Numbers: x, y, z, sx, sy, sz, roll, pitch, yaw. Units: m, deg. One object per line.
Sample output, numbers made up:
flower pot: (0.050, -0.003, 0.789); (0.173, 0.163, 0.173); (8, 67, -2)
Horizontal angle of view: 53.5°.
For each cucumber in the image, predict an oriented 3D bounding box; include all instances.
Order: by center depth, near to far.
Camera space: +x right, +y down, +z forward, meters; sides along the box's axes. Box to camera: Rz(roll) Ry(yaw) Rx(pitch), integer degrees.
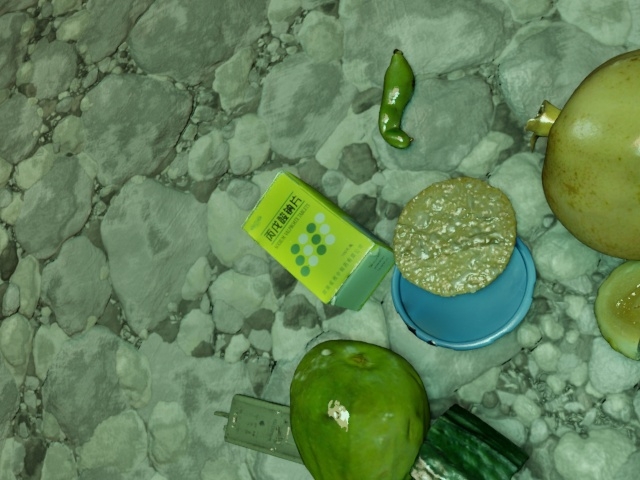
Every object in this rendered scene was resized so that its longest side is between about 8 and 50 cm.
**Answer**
cucumber: (0.209, 0.353, 0.955); (0.130, 0.191, 0.191); (36, 94, 29)

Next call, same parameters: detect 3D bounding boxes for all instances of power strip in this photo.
power strip: (-0.088, 0.346, 1.170); (0.268, 0.034, 0.092); (6, 81, 27)

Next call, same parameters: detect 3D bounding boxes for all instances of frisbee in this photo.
frisbee: (0.238, 0.070, 1.072); (0.242, 0.045, 0.242); (-9, 64, 19)

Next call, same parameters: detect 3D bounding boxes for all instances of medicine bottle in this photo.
medicine bottle: (0.000, 0.000, 1.158); (0.250, 0.141, 0.137); (40, 100, 28)

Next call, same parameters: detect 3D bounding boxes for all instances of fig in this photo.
fig: (0.077, 0.313, 1.036); (0.233, 0.314, 0.233); (-17, 29, 10)

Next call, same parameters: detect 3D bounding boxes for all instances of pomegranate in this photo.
pomegranate: (0.449, -0.126, 0.889); (0.319, 0.319, 0.319); (-6, 75, 24)

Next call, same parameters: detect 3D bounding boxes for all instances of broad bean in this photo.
broad bean: (0.144, -0.272, 1.204); (0.070, 0.048, 0.213); (-7, 74, 28)

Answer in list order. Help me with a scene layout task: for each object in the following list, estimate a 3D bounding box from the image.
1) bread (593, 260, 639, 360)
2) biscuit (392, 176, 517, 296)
bread: (0.455, 0.103, 0.941); (0.094, 0.083, 0.157); (-10, 63, 30)
biscuit: (0.224, -0.008, 1.072); (0.220, 0.033, 0.219); (-10, 64, 21)
